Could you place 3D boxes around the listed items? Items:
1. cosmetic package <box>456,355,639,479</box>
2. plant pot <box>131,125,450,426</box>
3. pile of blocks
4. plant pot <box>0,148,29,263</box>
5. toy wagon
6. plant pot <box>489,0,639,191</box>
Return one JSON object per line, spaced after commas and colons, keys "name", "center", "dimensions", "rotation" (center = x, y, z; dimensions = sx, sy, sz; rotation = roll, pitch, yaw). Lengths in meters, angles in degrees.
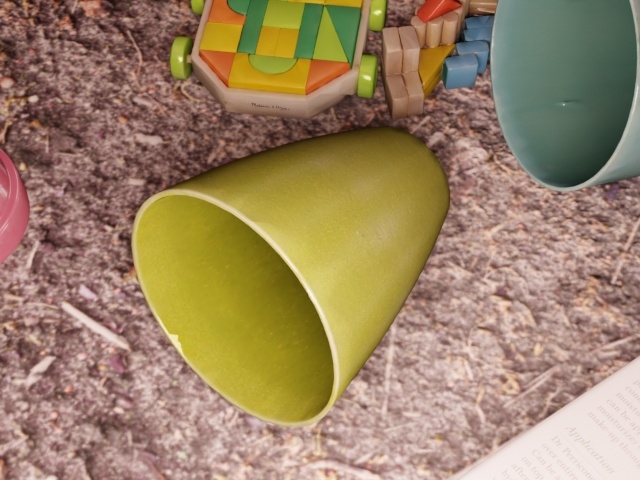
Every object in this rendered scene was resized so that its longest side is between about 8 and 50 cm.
{"name": "cosmetic package", "center": [0.369, 0.223, 0.958], "dimensions": [0.453, 0.161, 0.230], "rotation": [-29, 52, -15]}
{"name": "plant pot", "center": [0.000, 0.000, 1.091], "dimensions": [0.275, 0.274, 0.293], "rotation": [35, 50, 21]}
{"name": "pile of blocks", "center": [0.196, -0.311, 1.341], "dimensions": [0.149, 0.112, 0.362], "rotation": [24, 62, 16]}
{"name": "plant pot", "center": [-0.456, -0.069, 1.172], "dimensions": [0.201, 0.180, 0.201], "rotation": [0, 59, 1]}
{"name": "toy wagon", "center": [-0.046, -0.311, 1.374], "dimensions": [0.267, 0.068, 0.344], "rotation": [7, 59, 6]}
{"name": "plant pot", "center": [0.372, -0.210, 1.183], "dimensions": [0.235, 0.293, 0.293], "rotation": [-5, 57, -20]}
